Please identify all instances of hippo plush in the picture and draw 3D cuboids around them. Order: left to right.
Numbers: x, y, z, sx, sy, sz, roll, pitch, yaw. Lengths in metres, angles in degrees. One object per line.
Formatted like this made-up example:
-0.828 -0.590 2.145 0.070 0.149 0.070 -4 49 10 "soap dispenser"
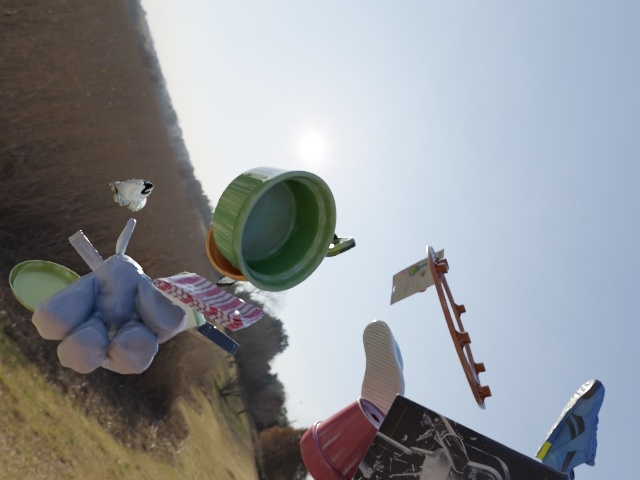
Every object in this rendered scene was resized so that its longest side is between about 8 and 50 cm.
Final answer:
-0.439 0.161 0.809 0.294 0.234 0.236 54 -46 12 "hippo plush"

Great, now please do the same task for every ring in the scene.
0.286 0.166 0.825 0.336 0.032 0.336 -19 90 -73 "ring"

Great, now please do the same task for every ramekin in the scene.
-0.116 -0.039 1.000 0.148 0.303 0.303 25 -46 41 "ramekin"

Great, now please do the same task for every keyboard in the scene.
-0.365 0.152 1.689 0.180 0.108 0.023 -40 125 -62 "keyboard"

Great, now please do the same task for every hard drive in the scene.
-0.524 0.384 1.752 0.237 0.064 0.339 18 -26 26 "hard drive"

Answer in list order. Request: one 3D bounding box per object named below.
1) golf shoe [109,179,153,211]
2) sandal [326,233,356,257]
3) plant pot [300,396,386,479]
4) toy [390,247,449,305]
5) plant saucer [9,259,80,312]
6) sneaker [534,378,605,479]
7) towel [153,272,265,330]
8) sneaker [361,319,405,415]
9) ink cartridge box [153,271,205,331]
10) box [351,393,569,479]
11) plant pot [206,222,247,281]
-0.465 -0.119 1.037 0.176 0.086 0.069 -175 -114 -81 "golf shoe"
0.002 -0.001 1.318 0.303 0.120 0.086 -7 -68 54 "sandal"
0.080 0.495 0.983 0.201 0.180 0.201 40 6 -5 "plant pot"
0.341 0.136 1.374 0.237 0.056 0.136 -41 -156 43 "toy"
-0.833 0.159 1.245 0.241 0.037 0.241 41 12 -11 "plant saucer"
0.486 0.354 0.748 0.082 0.069 0.209 32 -66 34 "sneaker"
-0.218 0.115 0.817 0.197 0.029 0.144 27 4 9 "towel"
0.216 0.432 1.264 0.150 0.135 0.365 53 29 -33 "sneaker"
-0.493 0.214 1.232 0.056 0.235 0.171 70 1 -81 "ink cartridge box"
0.209 0.509 0.690 0.313 0.343 0.179 11 -36 43 "box"
-0.253 0.031 1.509 0.203 0.291 0.290 75 -8 -67 "plant pot"
